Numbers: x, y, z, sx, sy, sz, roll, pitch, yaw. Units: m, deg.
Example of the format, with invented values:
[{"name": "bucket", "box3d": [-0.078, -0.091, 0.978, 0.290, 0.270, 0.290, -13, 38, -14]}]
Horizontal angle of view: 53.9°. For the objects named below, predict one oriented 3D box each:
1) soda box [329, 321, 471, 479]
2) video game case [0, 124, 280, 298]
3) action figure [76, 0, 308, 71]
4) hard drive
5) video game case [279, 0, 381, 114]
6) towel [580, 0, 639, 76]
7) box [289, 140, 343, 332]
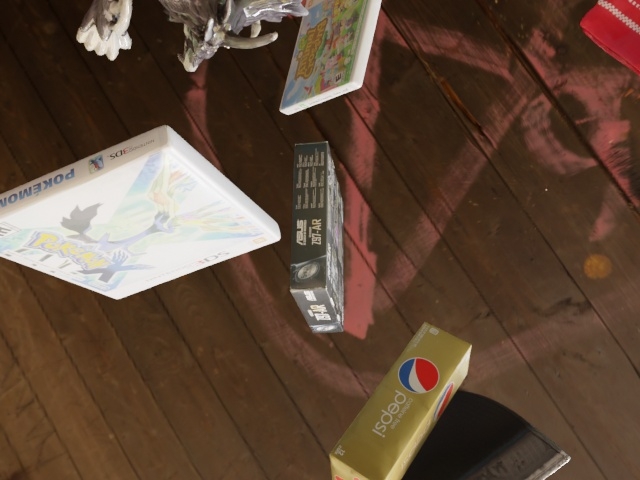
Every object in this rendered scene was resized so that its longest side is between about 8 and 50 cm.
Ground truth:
[{"name": "soda box", "box3d": [0.083, 0.172, 0.631, 0.058, 0.181, 0.061, 25, -37, 26]}, {"name": "video game case", "box3d": [-0.249, -0.015, 0.851, 0.299, 0.329, 0.036, -20, -114, 12]}, {"name": "action figure", "box3d": [-0.114, -0.216, 0.520, 0.276, 0.164, 0.141, 67, -33, 32]}, {"name": "hard drive", "box3d": [0.139, 0.236, 0.698, 0.172, 0.254, 0.054, -31, -89, -11]}, {"name": "video game case", "box3d": [0.017, -0.312, 0.970, 0.193, 0.023, 0.213, -4, -110, 55]}, {"name": "towel", "box3d": [0.386, -0.263, 0.569, 0.275, 0.031, 0.199, -55, -137, 34]}, {"name": "box", "box3d": [0.000, 0.000, 0.337, 0.018, 0.067, 0.083, -3, -115, 9]}]
